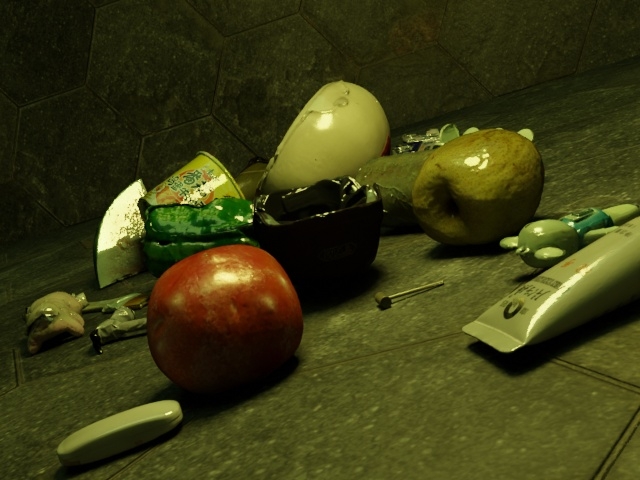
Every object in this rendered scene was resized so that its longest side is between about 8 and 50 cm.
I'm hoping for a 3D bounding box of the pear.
[{"bbox_3d":[0.279,-0.093,1.502,0.211,0.188,0.228,-31,15,-38],"label":"pear"}]

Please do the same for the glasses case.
[{"bbox_3d":[-0.257,0.246,1.112,0.164,0.041,0.063,-20,10,-7],"label":"glasses case"}]

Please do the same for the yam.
[{"bbox_3d":[0.212,-0.108,1.756,0.161,0.161,0.268,-28,15,-40],"label":"yam"}]

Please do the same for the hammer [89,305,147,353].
[{"bbox_3d":[-0.242,0.134,1.608,0.426,0.044,0.152,-13,14,20],"label":"hammer"}]

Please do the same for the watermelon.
[{"bbox_3d":[-0.484,-0.019,2.324,0.213,0.290,0.320,16,7,12],"label":"watermelon"}]

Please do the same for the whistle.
[{"bbox_3d":[0.378,-0.009,1.271,0.235,0.077,0.114,-18,19,-27],"label":"whistle"}]

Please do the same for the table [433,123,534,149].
[{"bbox_3d":[0.350,-0.163,1.830,0.166,0.167,0.198,-25,21,-32],"label":"table"}]

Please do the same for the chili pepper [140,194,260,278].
[{"bbox_3d":[-0.197,0.002,1.881,0.384,0.168,0.213,-6,28,2],"label":"chili pepper"}]

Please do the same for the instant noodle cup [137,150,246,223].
[{"bbox_3d":[-0.316,-0.062,2.151,0.200,0.264,0.264,-32,17,-24],"label":"instant noodle cup"}]

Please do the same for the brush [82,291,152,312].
[{"bbox_3d":[-0.505,0.148,1.983,0.336,0.020,0.085,-10,15,36],"label":"brush"}]

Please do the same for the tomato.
[{"bbox_3d":[-0.139,0.106,1.223,0.231,0.189,0.232,-19,13,5],"label":"tomato"}]

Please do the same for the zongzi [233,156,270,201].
[{"bbox_3d":[-0.191,-0.095,2.425,0.317,0.154,0.289,-42,22,-15],"label":"zongzi"}]

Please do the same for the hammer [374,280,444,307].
[{"bbox_3d":[0.141,0.081,1.349,0.110,0.019,0.035,-14,11,-8],"label":"hammer"}]

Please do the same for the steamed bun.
[{"bbox_3d":[0.034,-0.196,2.115,0.374,0.241,0.374,-55,-1,-1],"label":"steamed bun"}]

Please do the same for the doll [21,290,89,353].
[{"bbox_3d":[-0.569,0.165,1.832,0.149,0.095,0.192,-22,15,-6],"label":"doll"}]

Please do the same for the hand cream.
[{"bbox_3d":[0.326,0.054,1.051,0.314,0.089,0.139,-29,11,-12],"label":"hand cream"}]

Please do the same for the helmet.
[{"bbox_3d":[0.000,0.000,1.532,0.224,0.177,0.305,-11,17,-7],"label":"helmet"}]

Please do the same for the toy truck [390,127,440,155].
[{"bbox_3d":[0.274,-0.199,2.166,0.155,0.125,0.268,-7,16,16],"label":"toy truck"}]
